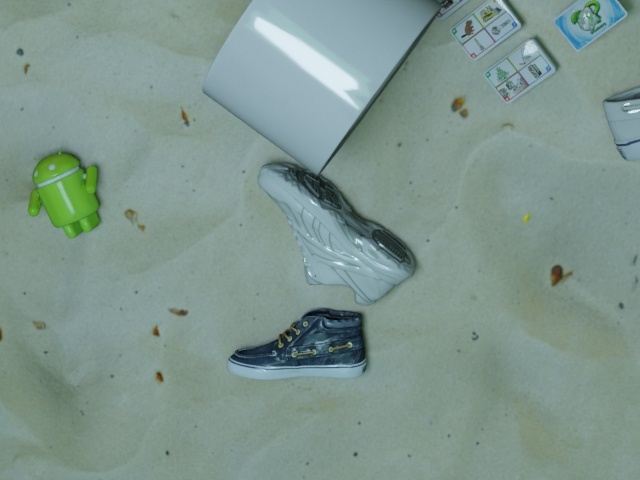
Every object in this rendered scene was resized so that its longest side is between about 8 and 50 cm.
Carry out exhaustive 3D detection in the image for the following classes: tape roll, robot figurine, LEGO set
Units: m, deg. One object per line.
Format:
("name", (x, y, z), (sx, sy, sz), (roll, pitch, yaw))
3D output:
("tape roll", (0.001, -0.220, 1.596), (0.169, 0.246, 0.246), (36, 110, -1))
("robot figurine", (-0.330, -0.062, 1.804), (0.101, 0.067, 0.115), (-20, 101, 19))
("LEGO set", (0.261, -0.302, 1.631), (0.244, 0.060, 0.182), (-37, 96, 31))

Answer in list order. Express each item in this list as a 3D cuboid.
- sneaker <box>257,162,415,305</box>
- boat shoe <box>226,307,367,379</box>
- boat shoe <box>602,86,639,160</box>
("sneaker", (0.000, 0.000, 1.745), (0.232, 0.090, 0.115), (41, 113, -1))
("boat shoe", (-0.032, 0.132, 1.805), (0.183, 0.065, 0.083), (-2, 105, 5))
("boat shoe", (0.456, -0.181, 1.596), (0.268, 0.096, 0.088), (-22, 105, 25))
